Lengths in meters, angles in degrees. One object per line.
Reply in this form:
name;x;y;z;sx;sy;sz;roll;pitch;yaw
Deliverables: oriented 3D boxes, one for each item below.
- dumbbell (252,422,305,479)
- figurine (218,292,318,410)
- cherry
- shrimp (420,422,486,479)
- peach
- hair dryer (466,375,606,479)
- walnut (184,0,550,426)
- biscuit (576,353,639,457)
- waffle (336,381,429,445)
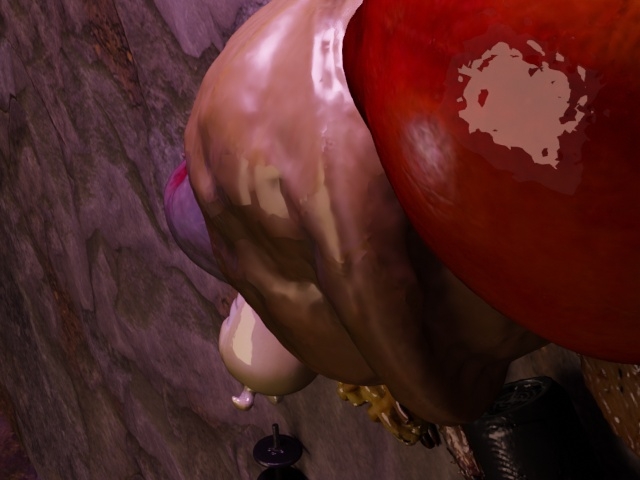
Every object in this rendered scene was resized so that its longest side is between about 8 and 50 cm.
dumbbell;-0.057;0.312;2.186;0.069;0.069;0.147;39;141;49
figurine;0.000;0.000;1.585;0.274;0.226;0.394;25;108;25
cherry;-0.077;-0.039;1.818;0.266;0.183;0.213;53;159;-5
shrimp;0.138;0.220;1.751;0.178;0.034;0.124;63;158;20
peach;0.190;-0.111;0.996;0.388;0.388;0.388;45;146;43
hair dryer;0.263;0.222;1.374;0.352;0.107;0.189;-3;113;65
walnut;0.068;-0.053;1.332;0.383;0.383;0.384;45;146;43
biscuit;0.283;0.108;1.368;0.188;0.027;0.188;48;148;43
waffle;0.086;0.091;1.684;0.291;0.051;0.291;24;122;46
